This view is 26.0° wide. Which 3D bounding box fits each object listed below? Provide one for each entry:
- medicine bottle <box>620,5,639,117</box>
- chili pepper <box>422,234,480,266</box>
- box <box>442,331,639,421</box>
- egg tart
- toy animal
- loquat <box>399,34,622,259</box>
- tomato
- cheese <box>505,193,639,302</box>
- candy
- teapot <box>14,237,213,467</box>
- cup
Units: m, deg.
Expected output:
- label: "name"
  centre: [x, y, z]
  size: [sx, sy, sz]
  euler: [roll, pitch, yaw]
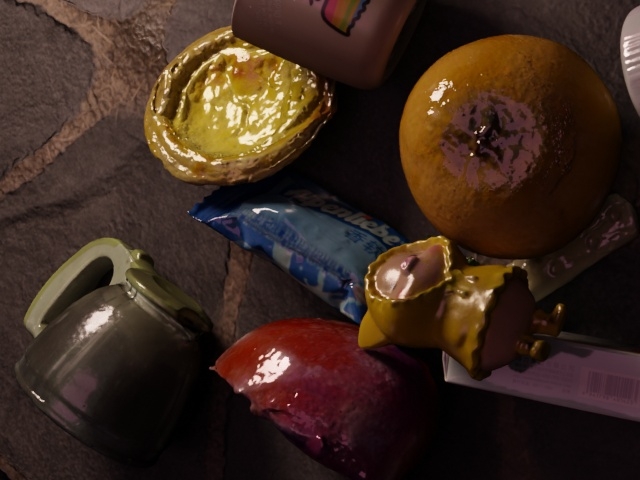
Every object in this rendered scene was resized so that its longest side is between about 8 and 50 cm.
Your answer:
- label: "medicine bottle"
  centre: [0.526, -0.233, 1.472]
  size: [0.395, 0.242, 0.243]
  euler: [-11, 87, 41]
- label: "chili pepper"
  centre: [0.166, 0.019, 1.782]
  size: [0.083, 0.027, 0.022]
  euler: [28, 108, 23]
- label: "box"
  centre: [0.294, 0.152, 1.660]
  size: [0.269, 0.135, 0.079]
  euler: [9, 93, 27]
- label: "egg tart"
  centre: [-0.102, -0.176, 1.853]
  size: [0.278, 0.095, 0.279]
  euler: [-9, 59, 15]
- label: "toy animal"
  centre: [0.162, 0.080, 1.582]
  size: [0.229, 0.156, 0.156]
  euler: [17, 100, 30]
- label: "loquat"
  centre: [0.222, -0.108, 1.617]
  size: [0.263, 0.263, 0.263]
  euler: [1, 93, 28]
- label: "tomato"
  centre: [0.023, 0.181, 1.707]
  size: [0.289, 0.335, 0.176]
  euler: [35, 88, 4]
- label: "cheese"
  centre: [0.304, 0.013, 1.698]
  size: [0.194, 0.043, 0.065]
  euler: [-36, 77, 25]
- label: "candy"
  centre: [0.000, 0.000, 1.791]
  size: [0.331, 0.187, 0.077]
  euler: [33, 131, 21]
- label: "teapot"
  centre: [-0.274, 0.149, 1.954]
  size: [0.239, 0.321, 0.239]
  euler: [36, 93, -19]
- label: "cup"
  centre: [0.033, -0.330, 1.743]
  size: [0.200, 0.191, 0.253]
  euler: [26, 89, 6]
